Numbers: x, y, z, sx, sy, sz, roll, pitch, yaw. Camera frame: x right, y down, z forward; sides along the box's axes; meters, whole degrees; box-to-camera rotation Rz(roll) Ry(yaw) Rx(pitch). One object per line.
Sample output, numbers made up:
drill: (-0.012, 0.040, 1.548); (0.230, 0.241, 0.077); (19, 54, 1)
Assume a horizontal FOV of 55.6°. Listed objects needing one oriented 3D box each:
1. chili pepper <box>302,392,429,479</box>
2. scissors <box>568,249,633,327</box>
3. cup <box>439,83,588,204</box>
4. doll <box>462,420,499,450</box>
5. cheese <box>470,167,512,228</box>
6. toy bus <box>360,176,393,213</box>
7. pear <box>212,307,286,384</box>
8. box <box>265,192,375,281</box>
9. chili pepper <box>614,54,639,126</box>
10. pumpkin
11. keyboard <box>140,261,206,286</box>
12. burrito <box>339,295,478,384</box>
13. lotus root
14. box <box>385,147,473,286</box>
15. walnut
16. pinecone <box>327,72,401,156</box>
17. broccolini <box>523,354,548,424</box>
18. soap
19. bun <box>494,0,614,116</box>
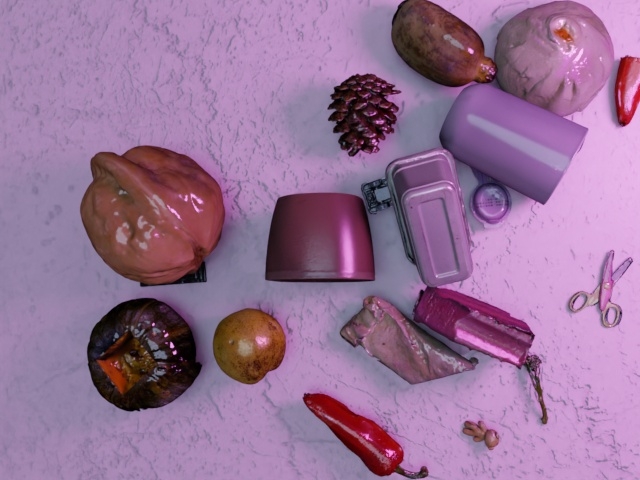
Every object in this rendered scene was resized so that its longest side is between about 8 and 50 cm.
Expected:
chili pepper: (0.112, 0.528, 1.623); (0.387, 0.110, 0.110); (38, 97, 9)
scissors: (0.728, 0.119, 1.543); (0.133, 0.020, 0.187); (23, 97, 6)
cup: (0.463, -0.247, 1.486); (0.312, 0.205, 0.205); (31, 96, 13)
doll: (0.422, 0.507, 1.592); (0.093, 0.051, 0.062); (15, 100, 11)
cheese: (0.441, -0.125, 1.579); (0.105, 0.042, 0.191); (-4, 82, 8)
toy bus: (0.209, -0.140, 1.598); (0.193, 0.089, 0.087); (-19, 96, 10)
pear: (-0.186, 0.287, 1.625); (0.197, 0.197, 0.197); (0, 91, 11)
box: (0.000, 0.000, 1.543); (0.300, 0.301, 0.216); (-2, 86, 11)
chili pepper: (0.771, -0.366, 1.508); (0.088, 0.065, 0.169); (15, 99, 26)
pumpkin: (-0.497, 0.320, 1.687); (0.320, 0.192, 0.321); (1, 93, 12)
keyboard: (-0.430, 0.098, 1.761); (0.204, 0.013, 0.061); (-5, 90, 11)
burrito: (0.224, 0.282, 1.594); (0.347, 0.107, 0.175); (30, 127, 14)
lotus root: (0.307, -0.491, 1.526); (0.309, 0.173, 0.173); (41, 98, 19)
box: (0.277, -0.043, 1.485); (0.175, 0.182, 0.312); (-14, 116, 9)
walnut: (-0.439, -0.074, 1.613); (0.383, 0.383, 0.384); (0, 91, 11)
pinecone: (0.114, -0.324, 1.567); (0.184, 0.179, 0.205); (-2, 98, 49)
broccolini: (0.557, 0.385, 1.565); (0.054, 0.052, 0.194); (-11, 90, 14)
soap: (0.376, 0.204, 1.531); (0.289, 0.182, 0.112); (23, 95, 5)
bun: (0.575, -0.453, 1.476); (0.293, 0.187, 0.293); (0, 93, 8)
